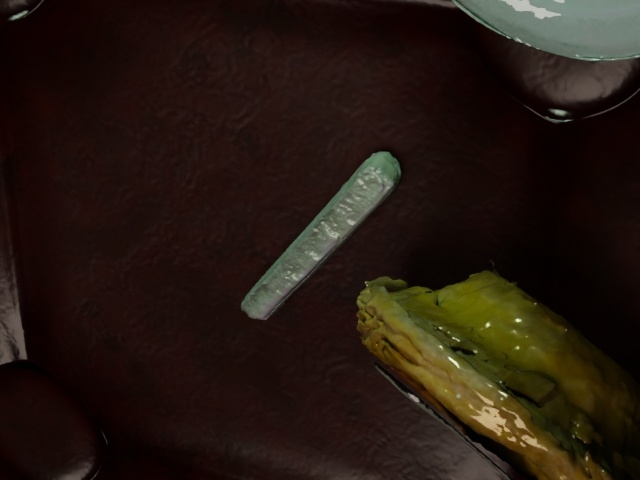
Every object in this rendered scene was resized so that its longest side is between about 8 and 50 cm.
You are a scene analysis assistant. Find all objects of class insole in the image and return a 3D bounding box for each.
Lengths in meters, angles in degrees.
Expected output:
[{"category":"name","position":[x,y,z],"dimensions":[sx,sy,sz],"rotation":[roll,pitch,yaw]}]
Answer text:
[{"category":"insole","position":[0.154,0.194,1.361],"dimensions":[0.322,0.109,0.007],"rotation":[41,87,-28]}]

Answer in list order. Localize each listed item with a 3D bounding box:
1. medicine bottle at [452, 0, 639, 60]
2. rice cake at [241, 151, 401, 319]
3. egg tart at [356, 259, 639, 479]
[{"category":"medicine bottle","position":[0.189,-0.269,0.985],"dimensions":[0.245,0.290,0.245],"rotation":[13,124,20]},{"category":"rice cake","position":[-0.001,0.000,1.394],"dimensions":[0.033,0.033,0.207],"rotation":[41,128,-2]},{"category":"egg tart","position":[0.154,0.111,1.284],"dimensions":[0.295,0.295,0.116],"rotation":[42,85,-1]}]
